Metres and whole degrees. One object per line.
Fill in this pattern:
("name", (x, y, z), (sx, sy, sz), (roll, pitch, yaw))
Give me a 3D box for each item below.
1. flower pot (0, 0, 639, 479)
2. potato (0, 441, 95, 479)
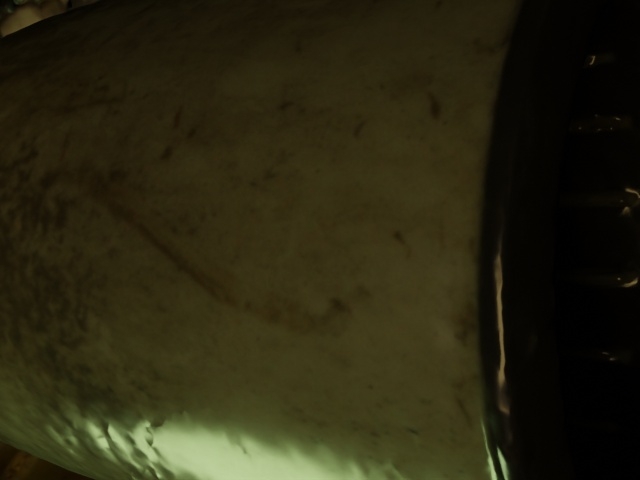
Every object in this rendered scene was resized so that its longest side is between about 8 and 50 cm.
("flower pot", (0.000, 0.000, 0.671), (0.330, 0.293, 0.293), (3, 111, 31))
("potato", (-0.118, 0.183, 0.819), (0.351, 0.218, 0.202), (27, 120, 11))
